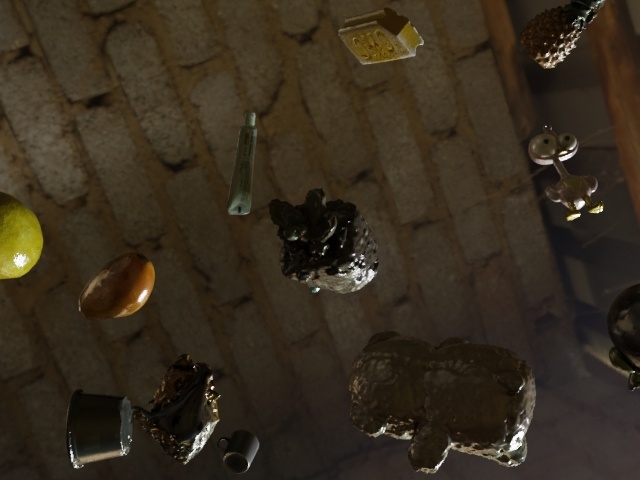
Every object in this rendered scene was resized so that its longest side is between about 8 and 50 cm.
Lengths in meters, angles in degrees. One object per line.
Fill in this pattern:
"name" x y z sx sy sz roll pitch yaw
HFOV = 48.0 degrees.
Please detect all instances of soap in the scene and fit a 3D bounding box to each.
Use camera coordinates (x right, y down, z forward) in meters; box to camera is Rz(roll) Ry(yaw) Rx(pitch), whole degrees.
"soap" 0.168 -0.580 2.044 0.140 0.073 0.232 43 -18 -31

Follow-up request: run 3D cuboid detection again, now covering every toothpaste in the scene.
"toothpaste" -0.187 -0.188 1.762 0.037 0.067 0.255 23 -71 50

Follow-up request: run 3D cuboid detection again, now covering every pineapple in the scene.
"pineapple" 0.550 -0.480 1.489 0.130 0.277 0.119 33 31 -25

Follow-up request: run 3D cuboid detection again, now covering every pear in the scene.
"pear" -0.578 -0.007 1.284 0.149 0.149 0.162 58 -6 51

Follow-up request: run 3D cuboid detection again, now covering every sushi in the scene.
"sushi" -0.354 0.425 1.838 0.200 0.204 0.213 28 -38 20

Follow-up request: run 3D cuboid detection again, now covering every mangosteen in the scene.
"mangosteen" 0.681 0.191 1.418 0.216 0.216 0.216 158 -90 -82

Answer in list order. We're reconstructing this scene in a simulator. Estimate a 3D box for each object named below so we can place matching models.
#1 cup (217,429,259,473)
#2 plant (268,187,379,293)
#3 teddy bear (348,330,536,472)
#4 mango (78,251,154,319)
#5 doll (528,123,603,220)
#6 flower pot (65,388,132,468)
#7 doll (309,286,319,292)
"cup" -0.209 0.517 1.770 0.077 0.100 0.078 -65 172 -63
"plant" 0.000 0.000 1.770 0.312 0.215 0.213 34 54 -59
"teddy bear" 0.173 0.225 1.041 0.236 0.267 0.151 -67 145 -46
"mango" -0.494 0.124 1.730 0.113 0.253 0.138 -4 64 -60
"doll" 0.773 -0.226 2.290 0.094 0.160 0.365 61 15 -60
"flower pot" -0.441 0.378 1.455 0.157 0.107 0.157 178 -90 -88
"doll" -0.004 0.070 2.043 0.059 0.159 0.158 -61 143 -57
